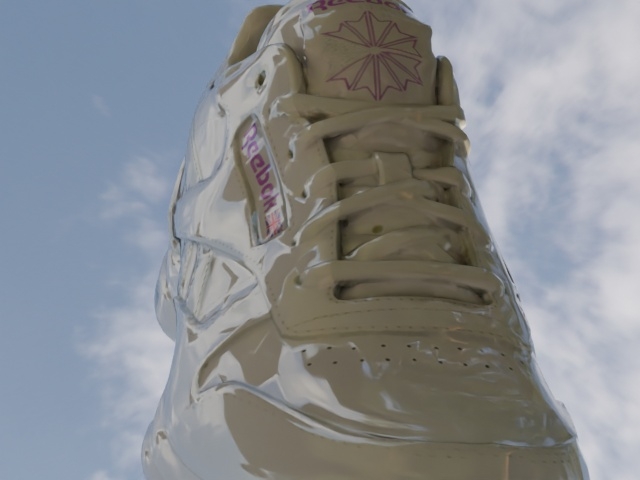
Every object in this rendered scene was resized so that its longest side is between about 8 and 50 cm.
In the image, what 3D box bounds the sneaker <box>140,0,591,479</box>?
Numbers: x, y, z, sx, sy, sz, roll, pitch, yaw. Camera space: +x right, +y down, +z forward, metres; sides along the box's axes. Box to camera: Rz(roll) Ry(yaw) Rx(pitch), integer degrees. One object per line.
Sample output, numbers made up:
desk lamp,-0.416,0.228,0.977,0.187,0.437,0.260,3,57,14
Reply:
sneaker,0.000,0.000,0.442,0.114,0.305,0.152,4,-72,-17
